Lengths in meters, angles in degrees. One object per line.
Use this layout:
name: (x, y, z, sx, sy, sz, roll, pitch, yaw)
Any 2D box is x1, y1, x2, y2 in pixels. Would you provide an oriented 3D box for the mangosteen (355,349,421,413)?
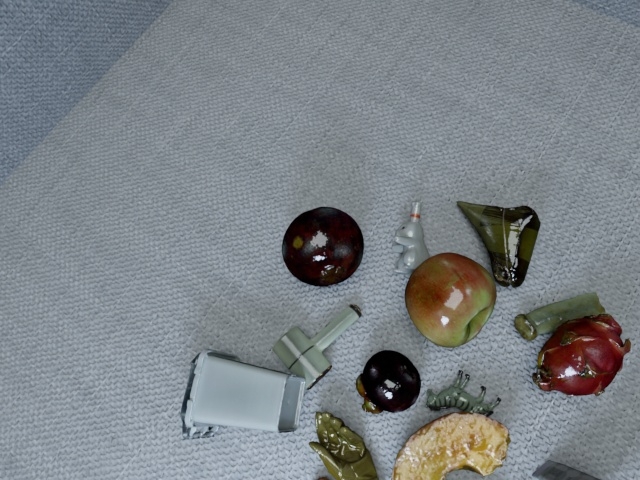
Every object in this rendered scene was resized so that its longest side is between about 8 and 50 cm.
mangosteen: (0.220, 0.500, 1.554, 0.211, 0.211, 0.250, 48, 114, 18)

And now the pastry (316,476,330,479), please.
pastry: (0.047, 0.861, 1.516, 0.169, 0.063, 0.087, 41, 90, 12)

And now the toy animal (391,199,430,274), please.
toy animal: (0.334, -0.003, 1.727, 0.138, 0.140, 0.282, -6, 74, -4)

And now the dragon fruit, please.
dragon fruit: (0.844, 0.382, 1.476, 0.315, 0.250, 0.250, -27, 70, -12)

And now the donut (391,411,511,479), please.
donut: (0.418, 0.763, 1.452, 0.377, 0.163, 0.435, 9, 75, 11)

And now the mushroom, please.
mushroom: (0.841, 0.269, 1.606, 0.312, 0.081, 0.100, -17, 74, -3)

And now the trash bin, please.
trash bin: (-0.257, 0.541, 1.525, 0.367, 0.256, 0.296, 3, 70, 21)

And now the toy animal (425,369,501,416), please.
toy animal: (0.484, 0.550, 1.560, 0.217, 0.073, 0.176, 32, 84, 11)

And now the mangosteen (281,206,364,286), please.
mangosteen: (0.000, 0.000, 1.689, 0.306, 0.306, 0.359, -20, 50, 0)

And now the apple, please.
apple: (0.435, 0.195, 1.560, 0.319, 0.319, 0.277, -45, 53, -8)

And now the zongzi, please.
zongzi: (0.628, 0.006, 1.703, 0.317, 0.154, 0.289, 15, 77, 32)

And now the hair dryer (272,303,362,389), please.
hair dryer: (0.022, 0.349, 1.666, 0.362, 0.128, 0.203, -40, 72, -15)

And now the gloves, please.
gloves: (0.081, 0.717, 1.515, 0.154, 0.141, 0.331, -36, 73, 11)

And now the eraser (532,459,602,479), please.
eraser: (0.778, 0.717, 1.293, 0.213, 0.397, 0.082, 21, 76, 12)
